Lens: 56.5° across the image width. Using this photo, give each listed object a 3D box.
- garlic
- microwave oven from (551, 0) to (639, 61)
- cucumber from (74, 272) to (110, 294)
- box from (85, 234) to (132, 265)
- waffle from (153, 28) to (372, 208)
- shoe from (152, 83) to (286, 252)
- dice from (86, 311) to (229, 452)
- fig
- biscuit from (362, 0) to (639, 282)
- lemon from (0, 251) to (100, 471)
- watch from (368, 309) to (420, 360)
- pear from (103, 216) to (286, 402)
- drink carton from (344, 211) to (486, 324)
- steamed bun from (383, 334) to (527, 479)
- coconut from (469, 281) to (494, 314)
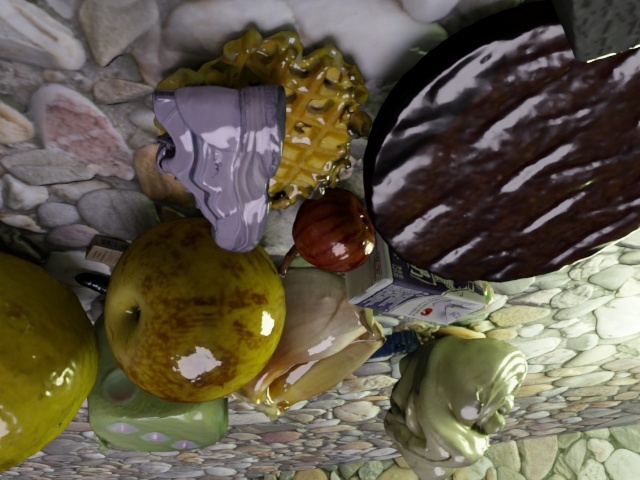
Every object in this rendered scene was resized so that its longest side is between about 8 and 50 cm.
[{"bbox_3d":[-0.027,0.187,1.099,0.313,0.249,0.286,-42,109,12],"label":"garlic"},{"bbox_3d":[0.295,-0.337,0.254,0.433,0.236,0.374,-16,146,18],"label":"microwave oven"},{"bbox_3d":[-0.379,0.084,1.072,0.032,0.032,0.133,-26,141,32],"label":"cucumber"},{"bbox_3d":[-0.337,0.021,0.978,0.083,0.024,0.053,15,145,-32],"label":"box"},{"bbox_3d":[-0.063,-0.128,0.725,0.263,0.060,0.280,-12,145,17],"label":"waffle"},{"bbox_3d":[-0.122,-0.076,0.674,0.138,0.095,0.245,9,140,-10],"label":"shoe"},{"bbox_3d":[-0.310,0.270,1.178,0.250,0.254,0.252,-3,148,-8],"label":"dice"},{"bbox_3d":[0.017,-0.002,0.875,0.129,0.128,0.150,10,126,-22],"label":"fig"},{"bbox_3d":[0.251,-0.103,0.738,0.408,0.091,0.407,-2,136,-1],"label":"biscuit"},{"bbox_3d":[-0.538,0.178,0.924,0.350,0.349,0.387,-22,113,27],"label":"lemon"},{"bbox_3d":[0.053,0.209,1.300,0.275,0.068,0.276,-15,147,17],"label":"watch"},{"bbox_3d":[-0.180,0.099,0.891,0.281,0.280,0.280,-3,149,-2],"label":"pear"},{"bbox_3d":[0.153,0.047,0.975,0.223,0.134,0.102,16,143,-31],"label":"drink carton"},{"bbox_3d":[0.280,0.360,1.376,0.247,0.339,0.352,37,155,1],"label":"steamed bun"},{"bbox_3d":[0.291,0.104,1.144,0.083,0.082,0.081,28,-170,23],"label":"coconut"}]
